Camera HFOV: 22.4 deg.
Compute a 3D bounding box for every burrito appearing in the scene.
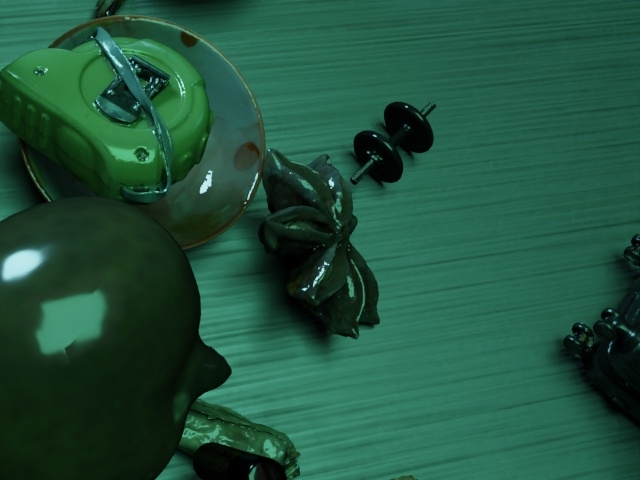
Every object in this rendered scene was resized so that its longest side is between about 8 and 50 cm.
[{"bbox_3d":[-0.101,0.196,1.620,0.188,0.045,0.058,24,89,-13],"label":"burrito"}]

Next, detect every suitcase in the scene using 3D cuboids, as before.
[{"bbox_3d":[0.442,0.141,1.795,0.312,0.128,0.202,40,63,-4],"label":"suitcase"}]

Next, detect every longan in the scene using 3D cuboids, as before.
[{"bbox_3d":[-0.233,0.103,1.494,0.300,0.243,0.300,-3,100,-16],"label":"longan"}]

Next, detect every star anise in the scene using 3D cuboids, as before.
[{"bbox_3d":[-0.006,0.002,1.675,0.197,0.073,0.212,18,55,-60],"label":"star anise"}]

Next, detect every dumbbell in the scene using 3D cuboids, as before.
[{"bbox_3d":[0.081,-0.109,1.788,0.069,0.069,0.147,46,62,1],"label":"dumbbell"}]

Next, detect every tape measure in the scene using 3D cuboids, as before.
[{"bbox_3d":[-0.194,-0.124,1.564,0.200,0.106,0.175,37,54,16],"label":"tape measure"}]

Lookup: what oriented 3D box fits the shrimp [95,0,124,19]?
[{"bbox_3d":[-0.267,-0.301,1.710,0.195,0.035,0.148,-15,87,-56],"label":"shrimp"}]

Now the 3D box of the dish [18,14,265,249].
[{"bbox_3d":[-0.192,-0.099,1.674,0.260,0.085,0.260,7,70,-20],"label":"dish"}]

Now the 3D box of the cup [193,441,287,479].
[{"bbox_3d":[-0.051,0.314,1.519,0.239,0.177,0.166,39,63,-3],"label":"cup"}]

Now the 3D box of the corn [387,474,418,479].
[{"bbox_3d":[0.105,0.391,1.584,0.119,0.119,0.322,-11,72,-24],"label":"corn"}]
